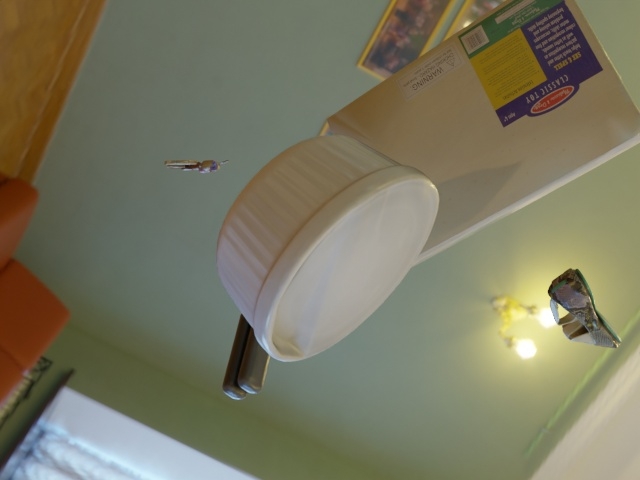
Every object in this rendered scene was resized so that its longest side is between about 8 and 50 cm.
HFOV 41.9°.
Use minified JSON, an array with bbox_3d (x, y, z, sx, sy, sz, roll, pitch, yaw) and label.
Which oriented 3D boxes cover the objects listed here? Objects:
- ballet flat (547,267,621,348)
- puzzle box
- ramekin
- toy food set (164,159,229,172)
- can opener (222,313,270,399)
[{"bbox_3d":[0.216,0.063,0.697,0.041,0.114,0.041,-20,-133,24],"label":"ballet flat"},{"bbox_3d":[0.229,-0.164,1.214,0.409,0.272,0.052,-30,161,24],"label":"puzzle box"},{"bbox_3d":[0.000,0.000,0.968,0.273,0.127,0.272,-37,153,-23],"label":"ramekin"},{"bbox_3d":[-0.237,-0.140,1.583,0.078,0.122,0.019,179,-92,-72],"label":"toy food set"},{"bbox_3d":[-0.090,0.154,1.442,0.076,0.095,0.283,-27,-144,35],"label":"can opener"}]
